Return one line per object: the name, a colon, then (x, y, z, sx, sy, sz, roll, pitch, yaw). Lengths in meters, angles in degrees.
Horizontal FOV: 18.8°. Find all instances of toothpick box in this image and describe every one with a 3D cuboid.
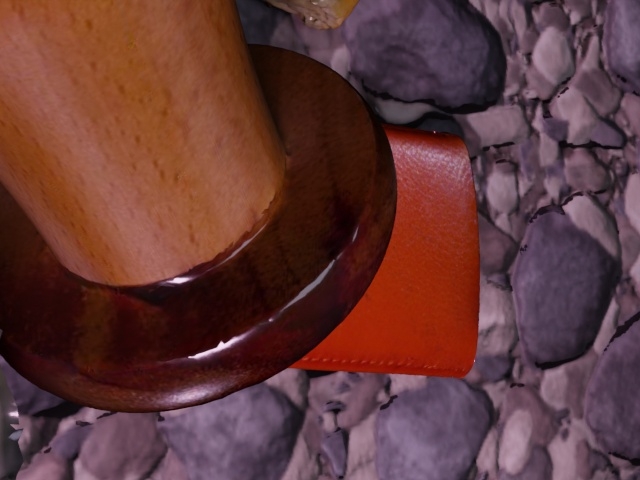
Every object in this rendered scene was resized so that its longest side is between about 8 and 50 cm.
toothpick box: (-0.084, -0.063, 0.771, 0.192, 0.192, 0.294, -61, 147, -30)

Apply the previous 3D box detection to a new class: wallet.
wallet: (0.000, 0.000, 1.032, 0.204, 0.045, 0.142, 6, 76, -41)

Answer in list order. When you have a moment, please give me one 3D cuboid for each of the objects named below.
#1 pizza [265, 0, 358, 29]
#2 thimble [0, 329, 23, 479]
pizza: (-0.064, -0.222, 1.020, 0.262, 0.034, 0.181, 13, 75, -39)
thimble: (-0.263, 0.079, 0.718, 0.271, 0.150, 0.270, 8, 78, -40)
